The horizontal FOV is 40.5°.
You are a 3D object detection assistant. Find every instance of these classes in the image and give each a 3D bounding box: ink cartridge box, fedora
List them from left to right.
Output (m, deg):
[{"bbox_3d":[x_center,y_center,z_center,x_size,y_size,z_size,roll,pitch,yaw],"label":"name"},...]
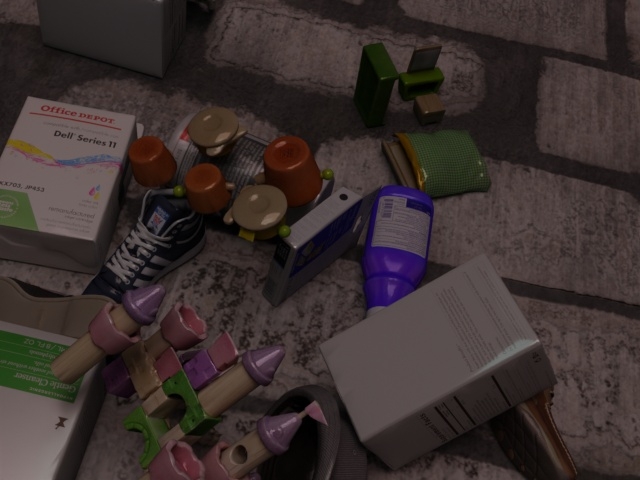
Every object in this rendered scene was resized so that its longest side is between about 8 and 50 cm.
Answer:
[{"bbox_3d":[-0.450,-0.129,1.546,0.207,0.119,0.353,10,55,-2],"label":"ink cartridge box"},{"bbox_3d":[-0.018,0.354,1.261,0.124,0.244,0.275,29,47,-25],"label":"fedora"},{"bbox_3d":[0.000,0.000,1.482,0.208,0.206,0.045,-36,72,-29],"label":"ink cartridge box"}]

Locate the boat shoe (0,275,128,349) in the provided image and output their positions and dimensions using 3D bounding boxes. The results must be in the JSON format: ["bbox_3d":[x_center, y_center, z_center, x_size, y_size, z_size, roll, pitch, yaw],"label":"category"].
[{"bbox_3d":[-0.444,0.129,1.381,0.335,0.095,0.112,6,67,20],"label":"boat shoe"}]

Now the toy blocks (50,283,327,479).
[{"bbox_3d":[-0.146,0.209,1.188,0.260,0.309,0.288,-39,60,11],"label":"toy blocks"}]

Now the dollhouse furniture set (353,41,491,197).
[{"bbox_3d":[0.214,-0.241,1.713,0.198,0.151,0.301,-12,59,-17],"label":"dollhouse furniture set"}]

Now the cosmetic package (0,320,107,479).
[{"bbox_3d":[-0.449,0.316,1.224,0.197,0.155,0.365,13,54,-2],"label":"cosmetic package"}]

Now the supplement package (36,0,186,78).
[{"bbox_3d":[-0.415,-0.475,1.734,0.262,0.204,0.145,17,54,2],"label":"supplement package"}]

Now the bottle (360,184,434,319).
[{"bbox_3d":[0.133,0.033,1.549,0.118,0.092,0.282,12,55,-1],"label":"bottle"}]

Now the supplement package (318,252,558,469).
[{"bbox_3d":[0.180,0.189,1.324,0.293,0.175,0.177,-29,55,6],"label":"supplement package"}]

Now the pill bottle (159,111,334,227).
[{"bbox_3d":[-0.131,-0.107,1.559,0.283,0.161,0.161,24,56,7],"label":"pill bottle"}]

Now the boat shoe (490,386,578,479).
[{"bbox_3d":[0.332,0.251,1.421,0.117,0.123,0.324,-17,62,-22],"label":"boat shoe"}]

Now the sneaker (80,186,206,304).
[{"bbox_3d":[-0.301,0.019,1.449,0.099,0.153,0.282,37,59,15],"label":"sneaker"}]

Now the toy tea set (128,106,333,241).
[{"bbox_3d":[-0.151,-0.102,1.428,0.336,0.124,0.200,25,63,24],"label":"toy tea set"}]

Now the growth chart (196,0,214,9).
[{"bbox_3d":[-0.328,-0.537,1.835,0.237,0.172,0.021,17,96,0],"label":"growth chart"}]
